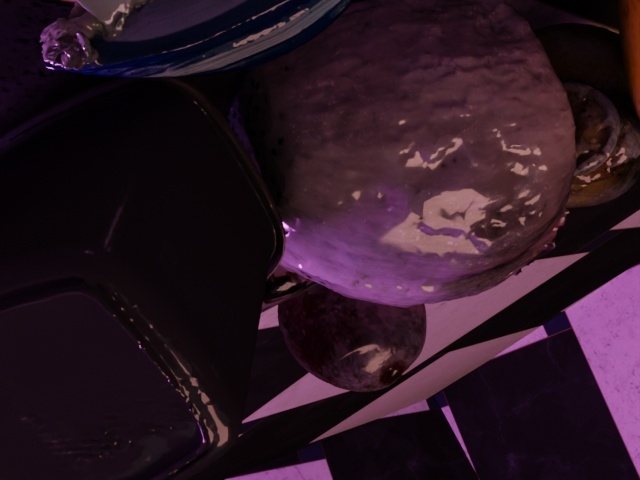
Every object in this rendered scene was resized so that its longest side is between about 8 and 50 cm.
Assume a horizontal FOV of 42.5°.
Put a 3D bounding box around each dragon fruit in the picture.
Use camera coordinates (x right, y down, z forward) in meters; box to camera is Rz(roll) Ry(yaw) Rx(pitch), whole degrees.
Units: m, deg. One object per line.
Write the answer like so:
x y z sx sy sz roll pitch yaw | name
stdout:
0.053 -0.043 0.664 0.221 0.203 0.283 -18 158 -25 | dragon fruit

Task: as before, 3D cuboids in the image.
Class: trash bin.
-0.137 0.021 0.500 0.210 0.182 0.290 -25 -156 10 | trash bin

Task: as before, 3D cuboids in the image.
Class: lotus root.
0.244 -0.115 0.806 0.175 0.175 0.349 -34 169 18 | lotus root

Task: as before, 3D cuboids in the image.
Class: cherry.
0.048 0.100 1.061 0.195 0.195 0.195 -25 161 -9 | cherry

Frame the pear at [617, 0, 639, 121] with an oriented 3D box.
0.377 -0.172 0.550 0.362 0.362 0.418 -39 -173 29 | pear

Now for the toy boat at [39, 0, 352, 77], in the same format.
-0.071 -0.172 0.378 0.221 0.067 0.291 -28 159 3 | toy boat

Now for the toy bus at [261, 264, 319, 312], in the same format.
0.000 0.001 0.882 0.274 0.090 0.112 -24 168 -10 | toy bus
